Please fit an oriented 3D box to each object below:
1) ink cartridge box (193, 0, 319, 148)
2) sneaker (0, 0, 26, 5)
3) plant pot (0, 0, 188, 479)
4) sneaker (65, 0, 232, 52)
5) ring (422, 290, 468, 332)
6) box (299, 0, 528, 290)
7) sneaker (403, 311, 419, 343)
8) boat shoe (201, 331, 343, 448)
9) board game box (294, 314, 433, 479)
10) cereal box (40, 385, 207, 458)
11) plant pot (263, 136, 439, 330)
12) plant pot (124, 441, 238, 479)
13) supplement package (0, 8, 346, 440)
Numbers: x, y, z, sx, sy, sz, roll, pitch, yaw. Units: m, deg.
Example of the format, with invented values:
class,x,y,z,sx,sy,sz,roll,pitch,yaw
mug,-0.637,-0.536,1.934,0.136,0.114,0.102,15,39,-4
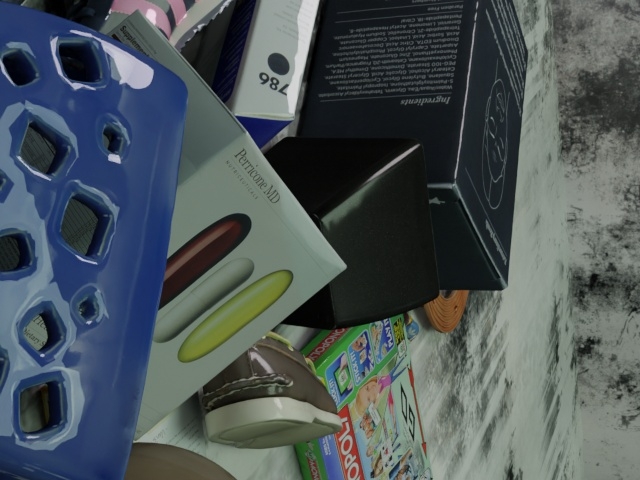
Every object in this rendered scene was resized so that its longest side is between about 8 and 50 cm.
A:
class,x,y,z,sx,sy,sz,roll,pitch,yaw
ink cartridge box,-0.068,-0.172,0.986,0.065,0.165,0.332,24,62,-21
sneaker,-0.234,-0.187,0.635,0.321,0.128,0.126,-36,121,-65
plant pot,-0.229,-0.007,0.519,0.212,0.236,0.235,32,61,-56
sneaker,-0.170,-0.194,0.849,0.131,0.112,0.319,54,36,-22
ring,0.205,-0.010,1.804,0.336,0.032,0.336,0,90,-68
box,0.136,-0.167,1.407,0.293,0.212,0.395,53,41,-55
sneaker,0.089,0.134,1.451,0.069,0.084,0.185,59,37,-51
boat shoe,-0.051,0.153,1.058,0.324,0.117,0.096,56,20,-74
board game box,0.053,0.245,1.350,0.213,0.046,0.317,-42,129,-44
cereal box,-0.156,0.209,0.909,0.173,0.047,0.240,-32,119,-65
plant pot,0.000,0.000,1.136,0.167,0.187,0.188,-32,119,-51
plant pot,-0.143,0.268,0.671,0.280,0.323,0.323,-69,154,-76
supplement package,-0.126,-0.003,0.732,0.149,0.203,0.194,49,-1,34
